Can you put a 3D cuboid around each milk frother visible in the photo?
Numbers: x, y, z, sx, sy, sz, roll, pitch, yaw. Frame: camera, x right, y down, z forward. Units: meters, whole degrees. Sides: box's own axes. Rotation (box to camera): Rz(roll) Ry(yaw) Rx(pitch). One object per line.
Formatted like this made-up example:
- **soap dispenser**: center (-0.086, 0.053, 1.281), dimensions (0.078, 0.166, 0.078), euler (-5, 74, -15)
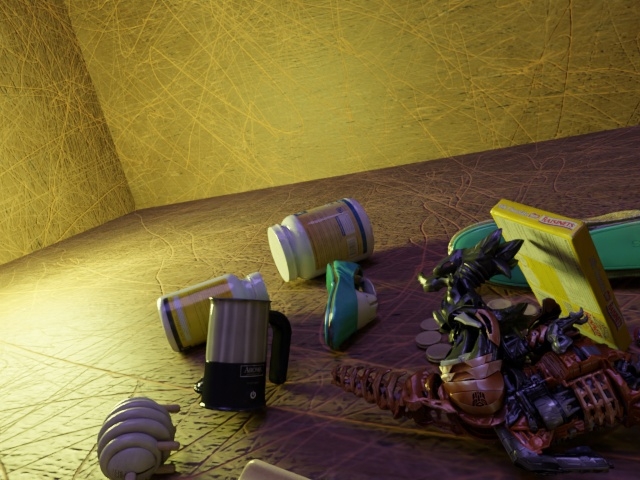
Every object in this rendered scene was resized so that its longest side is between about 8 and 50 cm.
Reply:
- **milk frother**: center (-0.123, 0.147, 0.616), dimensions (0.143, 0.135, 0.129), euler (-2, -11, 27)

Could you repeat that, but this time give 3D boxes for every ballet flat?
- **ballet flat**: center (0.052, 0.095, 0.758), dimensions (0.087, 0.083, 0.247), euler (1, 19, 1)
- **ballet flat**: center (0.385, 0.017, 0.714), dimensions (0.348, 0.123, 0.123), euler (-6, 18, 28)

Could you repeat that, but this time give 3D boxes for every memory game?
- **memory game**: center (0.223, 0.126, 0.625), dimensions (0.186, 0.012, 0.186), euler (-13, 16, 4)

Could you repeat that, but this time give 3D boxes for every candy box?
- **candy box**: center (0.275, 0.042, 0.519), dimensions (0.027, 0.206, 0.105), euler (-45, 31, -8)

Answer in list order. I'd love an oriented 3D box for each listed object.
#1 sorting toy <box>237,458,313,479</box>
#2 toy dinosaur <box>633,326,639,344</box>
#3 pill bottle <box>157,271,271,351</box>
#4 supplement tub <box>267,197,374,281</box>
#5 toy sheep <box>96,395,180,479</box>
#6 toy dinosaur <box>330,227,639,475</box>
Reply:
- **sorting toy**: center (-0.048, 0.271, 0.327), dimensions (0.192, 0.038, 0.208), euler (-1, 25, 37)
- **toy dinosaur**: center (0.409, 0.109, 0.518), dimensions (0.090, 0.047, 0.082), euler (16, -15, -37)
- **pill bottle**: center (-0.187, 0.120, 0.817), dimensions (0.184, 0.103, 0.103), euler (-18, 17, -16)
- **supplement tub**: center (0.000, 0.000, 0.992), dimensions (0.199, 0.145, 0.144), euler (-18, 17, -17)
- **toy sheep**: center (-0.206, 0.226, 0.516), dimensions (0.091, 0.091, 0.132), euler (-17, 22, -12)
- **toy dinosaur**: center (0.171, 0.119, 0.460), dimensions (0.321, 0.165, 0.219), euler (7, 43, 7)
